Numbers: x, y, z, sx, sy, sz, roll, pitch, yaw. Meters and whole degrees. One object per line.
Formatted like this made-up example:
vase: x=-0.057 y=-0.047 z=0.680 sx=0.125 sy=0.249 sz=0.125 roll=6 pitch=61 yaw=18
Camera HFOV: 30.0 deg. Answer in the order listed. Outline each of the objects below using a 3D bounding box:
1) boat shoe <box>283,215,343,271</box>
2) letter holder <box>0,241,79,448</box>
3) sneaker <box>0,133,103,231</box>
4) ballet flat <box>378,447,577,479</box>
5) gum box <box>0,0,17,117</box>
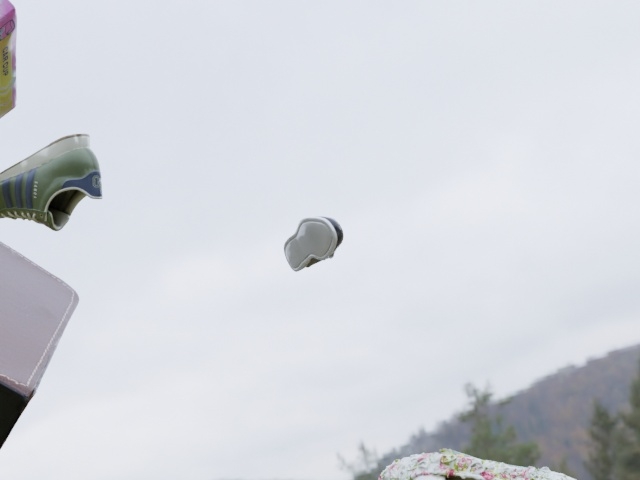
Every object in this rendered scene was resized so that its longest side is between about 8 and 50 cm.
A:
boat shoe: x=0.000 y=0.000 z=1.190 sx=0.038 sy=0.046 sz=0.125 roll=-23 pitch=-9 yaw=-24
letter holder: x=-0.342 y=0.047 z=0.812 sx=0.152 sy=0.301 sz=0.214 roll=-56 pitch=11 yaw=14
sneaker: x=-0.333 y=-0.046 z=1.398 sx=0.192 sy=0.086 sz=0.064 roll=-28 pitch=-9 yaw=21
ballet flat: x=0.157 y=0.270 z=1.250 sx=0.241 sy=0.091 sz=0.077 roll=-4 pitch=9 yaw=29
gum box: x=-0.295 y=-0.126 z=0.921 sx=0.107 sy=0.062 sz=0.188 roll=-41 pitch=-4 yaw=-22
